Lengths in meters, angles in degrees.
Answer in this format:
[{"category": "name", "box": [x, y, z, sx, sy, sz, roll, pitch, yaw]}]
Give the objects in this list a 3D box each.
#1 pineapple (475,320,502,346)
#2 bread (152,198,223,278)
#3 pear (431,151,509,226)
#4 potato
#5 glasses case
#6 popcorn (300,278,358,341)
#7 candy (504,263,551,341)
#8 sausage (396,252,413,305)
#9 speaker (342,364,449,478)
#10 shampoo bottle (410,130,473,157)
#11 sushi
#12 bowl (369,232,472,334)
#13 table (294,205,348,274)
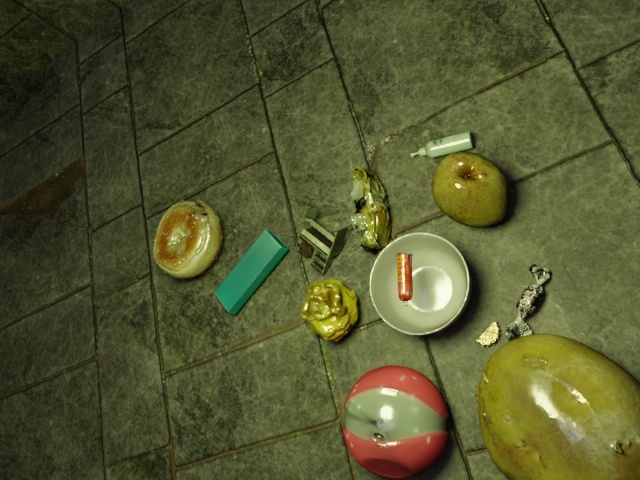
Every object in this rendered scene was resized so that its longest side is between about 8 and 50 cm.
[{"category": "pineapple", "box": [0.469, 0.264, 1.432, 0.083, 0.019, 0.045, -52, 53, 7]}, {"category": "bread", "box": [-0.484, -0.002, 1.949, 0.306, 0.159, 0.305, -10, 71, 30]}, {"category": "pear", "box": [0.420, -0.142, 1.465, 0.229, 0.211, 0.188, 38, 93, 31]}, {"category": "potato", "box": [0.546, 0.421, 1.177, 0.385, 0.319, 0.442, -48, 56, 7]}, {"category": "glasses case", "box": [-0.241, 0.112, 1.840, 0.301, 0.070, 0.117, -51, 53, 9]}, {"category": "popcorn", "box": [0.025, 0.216, 1.612, 0.198, 0.156, 0.197, -3, 85, 35]}, {"category": "candy", "box": [0.550, 0.167, 1.381, 0.051, 0.094, 0.226, 17, 78, 49]}, {"category": "sausage", "box": [0.230, 0.107, 1.427, 0.050, 0.048, 0.145, -8, 75, 32]}, {"category": "speaker", "box": [0.201, 0.482, 1.423, 0.295, 0.294, 0.294, -8, 72, 26]}, {"category": "shampoo bottle", "box": [0.374, -0.290, 1.625, 0.195, 0.056, 0.056, -12, 70, 25]}, {"category": "sushi", "box": [0.145, -0.103, 1.651, 0.131, 0.139, 0.290, -14, 71, 33]}, {"category": "bowl", "box": [0.297, 0.132, 1.491, 0.287, 0.144, 0.286, -9, 71, 26]}, {"category": "table", "box": [0.000, 0.000, 1.735, 0.146, 0.063, 0.175, 38, 127, 31]}]
